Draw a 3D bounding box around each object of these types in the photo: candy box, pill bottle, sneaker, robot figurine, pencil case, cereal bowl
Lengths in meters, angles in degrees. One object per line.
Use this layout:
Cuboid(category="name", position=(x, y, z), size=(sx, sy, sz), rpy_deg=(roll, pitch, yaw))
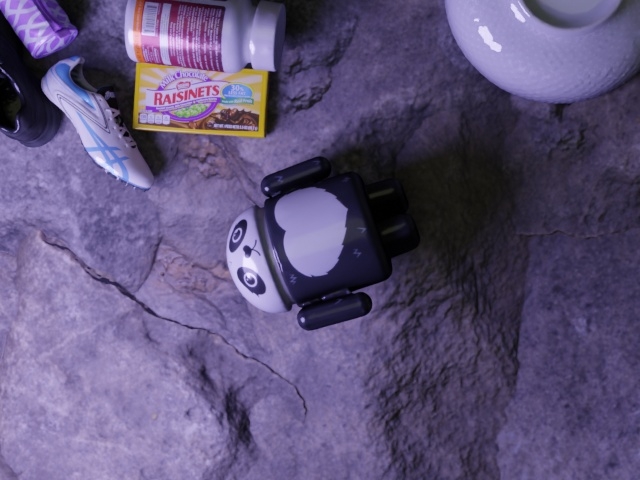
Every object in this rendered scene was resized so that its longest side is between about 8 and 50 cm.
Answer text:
Cuboid(category="candy box", position=(-0.182, -0.215, 1.684), size=(0.206, 0.027, 0.105), rpy_deg=(4, 90, 5))
Cuboid(category="pill bottle", position=(-0.168, -0.312, 1.630), size=(0.221, 0.121, 0.121), rpy_deg=(8, 94, 5))
Cuboid(category="sneaker", position=(-0.498, -0.273, 1.658), size=(0.109, 0.130, 0.286), rpy_deg=(-35, 88, 8))
Cuboid(category="robot figurine", position=(0.000, 0.001, 1.604), size=(0.278, 0.209, 0.173), rpy_deg=(-18, 121, 5))
Cuboid(category="sneaker", position=(-0.327, -0.176, 1.669), size=(0.086, 0.085, 0.237), rpy_deg=(-38, 90, 14))
Cuboid(category="pencil case", position=(-0.450, -0.378, 1.668), size=(0.206, 0.086, 0.088), rpy_deg=(56, 141, -3))
Cuboid(category="cereal bowl", position=(0.347, -0.366, 1.574), size=(0.339, 0.141, 0.338), rpy_deg=(0, 94, 6))
